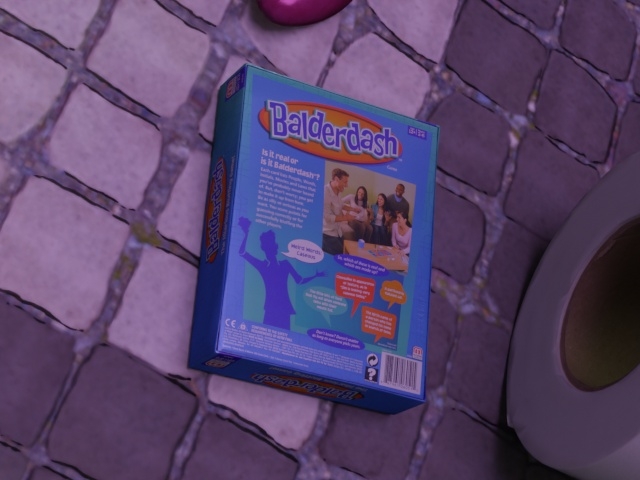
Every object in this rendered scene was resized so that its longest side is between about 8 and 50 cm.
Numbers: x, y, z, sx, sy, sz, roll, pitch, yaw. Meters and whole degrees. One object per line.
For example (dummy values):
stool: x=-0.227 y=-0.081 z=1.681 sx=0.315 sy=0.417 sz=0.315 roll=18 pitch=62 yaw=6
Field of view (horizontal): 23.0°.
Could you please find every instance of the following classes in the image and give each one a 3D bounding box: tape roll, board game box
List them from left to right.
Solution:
board game box: x=0.000 y=0.000 z=1.079 sx=0.160 sy=0.047 sz=0.210 roll=16 pitch=65 yaw=-24
tape roll: x=0.268 y=0.073 z=1.091 sx=0.169 sy=0.246 sz=0.246 roll=25 pitch=62 yaw=-20

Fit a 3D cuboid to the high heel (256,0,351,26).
high heel: x=0.047 y=-0.248 z=1.155 sx=0.082 sy=0.117 sz=0.244 roll=51 pitch=55 yaw=-5
